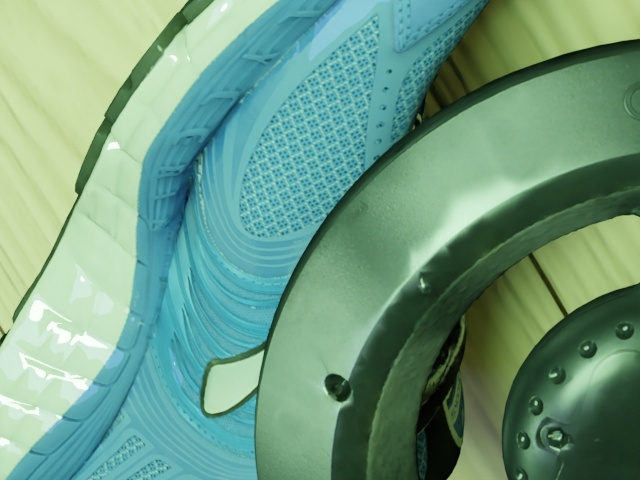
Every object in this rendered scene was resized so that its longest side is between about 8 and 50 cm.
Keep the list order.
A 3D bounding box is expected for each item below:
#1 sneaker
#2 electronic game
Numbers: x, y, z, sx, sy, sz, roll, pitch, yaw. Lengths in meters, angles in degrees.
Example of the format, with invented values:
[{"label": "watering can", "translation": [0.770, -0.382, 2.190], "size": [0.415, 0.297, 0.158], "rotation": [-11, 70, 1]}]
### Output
[{"label": "sneaker", "translation": [0.000, 0.000, 0.616], "size": [0.147, 0.130, 0.330], "rotation": [31, 132, -1]}, {"label": "electronic game", "translation": [0.096, 0.053, 0.544], "size": [0.229, 0.048, 0.229], "rotation": [0, 114, 0]}]
